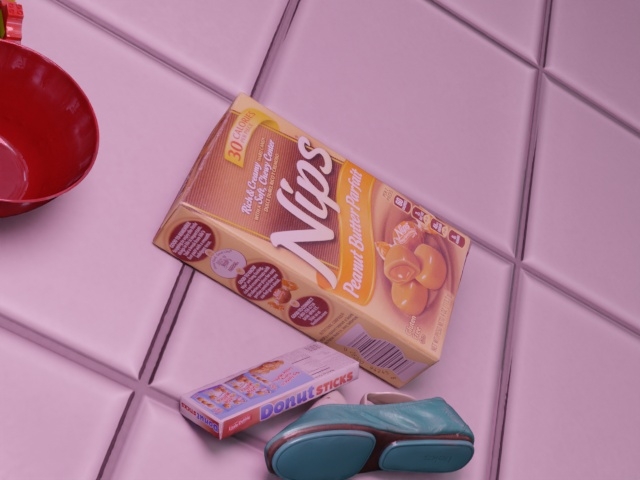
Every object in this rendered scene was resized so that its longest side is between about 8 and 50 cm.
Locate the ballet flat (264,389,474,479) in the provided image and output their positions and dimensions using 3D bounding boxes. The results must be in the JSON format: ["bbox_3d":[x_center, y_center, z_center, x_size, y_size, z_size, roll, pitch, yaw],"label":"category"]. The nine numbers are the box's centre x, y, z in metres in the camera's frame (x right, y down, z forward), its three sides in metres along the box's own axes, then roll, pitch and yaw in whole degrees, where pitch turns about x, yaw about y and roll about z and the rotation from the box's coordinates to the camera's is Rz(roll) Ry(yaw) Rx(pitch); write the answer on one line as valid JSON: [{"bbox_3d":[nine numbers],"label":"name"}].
[{"bbox_3d":[0.041,0.192,1.003,0.247,0.083,0.087,6,34,-31],"label":"ballet flat"}]

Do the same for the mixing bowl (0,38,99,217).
[{"bbox_3d":[-0.308,-0.089,0.932,0.181,0.098,0.181,17,54,-24],"label":"mixing bowl"}]

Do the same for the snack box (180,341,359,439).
[{"bbox_3d":[-0.047,0.143,0.979,0.178,0.022,0.064,-17,29,-40],"label":"snack box"}]

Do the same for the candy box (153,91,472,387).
[{"bbox_3d":[0.000,0.000,1.085,0.316,0.087,0.183,32,48,-12],"label":"candy box"}]

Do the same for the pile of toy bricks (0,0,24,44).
[{"bbox_3d":[-0.365,-0.281,1.018,0.118,0.105,0.212,1,60,-33],"label":"pile of toy bricks"}]
